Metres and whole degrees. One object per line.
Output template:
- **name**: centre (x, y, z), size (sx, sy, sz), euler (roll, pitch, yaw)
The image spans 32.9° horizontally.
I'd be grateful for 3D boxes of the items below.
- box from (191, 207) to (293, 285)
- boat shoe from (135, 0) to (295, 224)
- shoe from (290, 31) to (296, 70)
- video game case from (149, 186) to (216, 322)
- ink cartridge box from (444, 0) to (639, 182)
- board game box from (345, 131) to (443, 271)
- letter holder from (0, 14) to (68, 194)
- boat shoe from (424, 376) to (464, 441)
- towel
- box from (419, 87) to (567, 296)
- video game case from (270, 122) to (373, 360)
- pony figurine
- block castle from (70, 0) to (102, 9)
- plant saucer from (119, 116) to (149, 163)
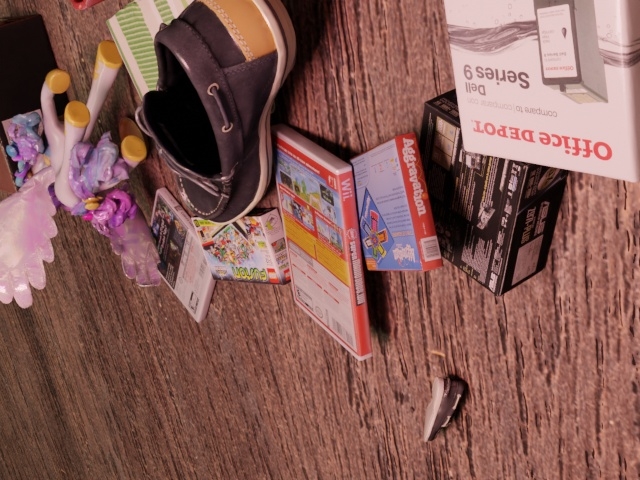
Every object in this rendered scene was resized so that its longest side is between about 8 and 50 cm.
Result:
- **box**: centre (-0.119, 0.008, 1.683), size (0.207, 0.036, 0.114), euler (0, 113, 54)
- **boat shoe**: centre (-0.155, -0.154, 1.425), size (0.187, 0.156, 0.500), euler (50, 157, 12)
- **shoe**: centre (-0.090, -0.291, 1.414), size (0.081, 0.063, 0.178), euler (-13, 99, 61)
- **video game case**: centre (-0.240, 0.027, 1.881), size (0.173, 0.022, 0.190), euler (49, 146, 21)
- **ink cartridge box**: centre (0.223, -0.215, 0.968), size (0.211, 0.121, 0.289), euler (18, 127, 49)
- **board game box**: centre (0.080, -0.037, 1.256), size (0.281, 0.027, 0.145), euler (174, 85, -81)
- **letter holder**: centre (-0.591, -0.258, 2.054), size (0.214, 0.152, 0.302), euler (13, 123, 53)
- **boat shoe**: centre (0.162, 0.226, 1.441), size (0.046, 0.038, 0.125), euler (-87, 4, -49)
- **towel**: centre (-0.197, -0.268, 1.602), size (0.324, 0.038, 0.248), euler (-14, 101, 56)
- **box**: centre (0.179, -0.056, 1.180), size (0.147, 0.077, 0.180), euler (37, 140, 35)
- **video game case**: centre (0.000, 0.000, 1.482), size (0.204, 0.025, 0.285), euler (38, 142, 54)
- **pony figurine**: centre (-0.404, -0.098, 1.798), size (0.363, 0.302, 0.351), euler (-47, 54, 49)
- **block castle**: centre (-0.348, -0.571, 1.434), size (0.303, 0.212, 0.453), euler (44, 143, 28)
- **plant saucer**: centre (-0.315, -0.172, 1.849), size (0.083, 0.015, 0.083), euler (34, 137, 38)
